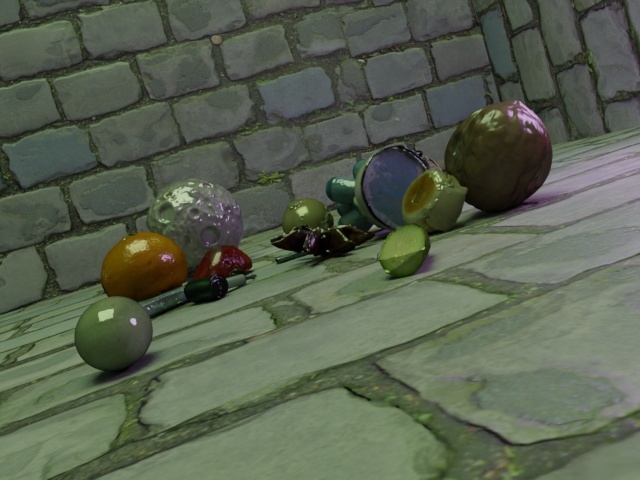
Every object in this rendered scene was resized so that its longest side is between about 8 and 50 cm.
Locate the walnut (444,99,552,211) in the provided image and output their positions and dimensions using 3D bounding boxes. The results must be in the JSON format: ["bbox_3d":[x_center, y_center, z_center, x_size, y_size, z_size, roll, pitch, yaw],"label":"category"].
[{"bbox_3d":[0.427,-0.204,1.398,0.227,0.273,0.273,34,38,32],"label":"walnut"}]

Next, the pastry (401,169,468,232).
[{"bbox_3d":[0.262,-0.089,1.368,0.088,0.165,0.166,25,-14,-24],"label":"pastry"}]

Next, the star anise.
[{"bbox_3d":[-0.001,0.000,1.512,0.289,0.088,0.288,-1,6,0],"label":"star anise"}]

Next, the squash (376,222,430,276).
[{"bbox_3d":[0.160,0.007,1.055,0.090,0.075,0.200,-42,-4,17],"label":"squash"}]

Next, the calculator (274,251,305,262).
[{"bbox_3d":[-0.050,0.033,1.693,0.172,0.018,0.057,-17,7,-9],"label":"calculator"}]

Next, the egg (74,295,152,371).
[{"bbox_3d":[-0.322,0.144,0.915,0.114,0.114,0.152,-17,10,-7],"label":"egg"}]

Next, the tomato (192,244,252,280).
[{"bbox_3d":[-0.294,0.068,1.665,0.189,0.099,0.173,-23,10,-36],"label":"tomato"}]

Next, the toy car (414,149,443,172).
[{"bbox_3d":[0.322,-0.184,2.080,0.248,0.204,0.198,-21,-16,-50],"label":"toy car"}]

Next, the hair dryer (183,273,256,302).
[{"bbox_3d":[-0.227,0.105,1.414,0.101,0.056,0.198,-12,-1,38],"label":"hair dryer"}]

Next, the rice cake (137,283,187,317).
[{"bbox_3d":[-0.381,0.150,1.413,0.085,0.040,0.226,-11,8,43],"label":"rice cake"}]

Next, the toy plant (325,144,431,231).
[{"bbox_3d":[0.143,-0.123,1.666,0.247,0.247,0.332,-19,4,-26],"label":"toy plant"}]

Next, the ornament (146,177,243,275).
[{"bbox_3d":[-0.430,-0.058,2.052,0.337,0.336,0.337,-17,6,2],"label":"ornament"}]

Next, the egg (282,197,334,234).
[{"bbox_3d":[-0.042,-0.050,1.806,0.165,0.164,0.201,-16,12,4],"label":"egg"}]

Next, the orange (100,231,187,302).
[{"bbox_3d":[-0.455,0.078,1.507,0.219,0.193,0.219,-22,-23,-10],"label":"orange"}]
